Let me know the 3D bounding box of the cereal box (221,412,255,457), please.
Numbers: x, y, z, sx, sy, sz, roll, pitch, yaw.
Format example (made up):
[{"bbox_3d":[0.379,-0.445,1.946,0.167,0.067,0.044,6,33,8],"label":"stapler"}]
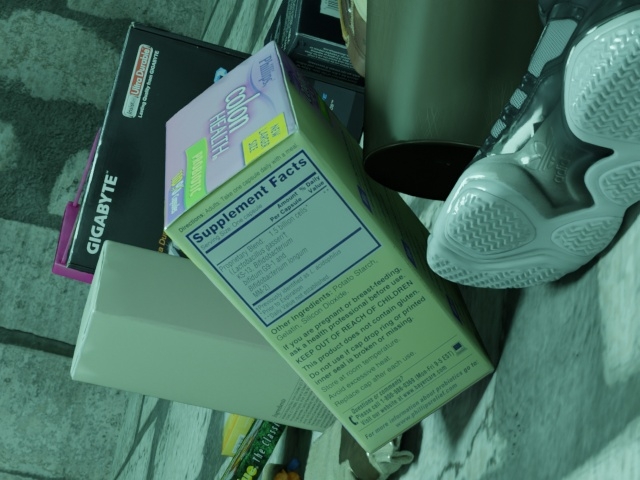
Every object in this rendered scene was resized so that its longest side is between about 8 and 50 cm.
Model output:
[{"bbox_3d":[-0.078,0.137,1.690,0.240,0.047,0.173,-93,22,-54],"label":"cereal box"}]

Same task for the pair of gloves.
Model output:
[{"bbox_3d":[0.028,0.242,1.122,0.204,0.042,0.240,125,156,-53],"label":"pair of gloves"}]

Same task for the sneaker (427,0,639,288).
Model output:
[{"bbox_3d":[0.154,-0.085,0.830,0.268,0.101,0.153,128,155,-48],"label":"sneaker"}]

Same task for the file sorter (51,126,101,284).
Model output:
[{"bbox_3d":[-0.235,-0.031,2.031,0.202,0.291,0.182,-98,28,-60],"label":"file sorter"}]

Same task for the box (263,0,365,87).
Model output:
[{"bbox_3d":[-0.003,-0.241,1.668,0.207,0.108,0.153,123,158,-56],"label":"box"}]

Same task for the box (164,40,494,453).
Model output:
[{"bbox_3d":[0.000,0.000,1.015,0.117,0.243,0.213,-35,24,10],"label":"box"}]

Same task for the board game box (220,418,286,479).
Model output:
[{"bbox_3d":[-0.080,0.243,1.435,0.259,0.030,0.136,-60,0,-34],"label":"board game box"}]

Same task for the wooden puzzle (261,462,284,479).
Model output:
[{"bbox_3d":[-0.059,0.291,1.514,0.116,0.014,0.078,177,112,-77],"label":"wooden puzzle"}]

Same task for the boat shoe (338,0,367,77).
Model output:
[{"bbox_3d":[0.060,-0.314,1.463,0.123,0.123,0.342,119,155,-44],"label":"boat shoe"}]

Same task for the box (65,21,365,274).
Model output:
[{"bbox_3d":[-0.120,-0.075,1.554,0.073,0.293,0.295,-154,79,-77],"label":"box"}]

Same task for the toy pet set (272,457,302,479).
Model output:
[{"bbox_3d":[-0.052,0.311,1.402,0.122,0.065,0.114,-58,-12,24],"label":"toy pet set"}]

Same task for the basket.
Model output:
[{"bbox_3d":[0.107,-0.156,1.005,0.204,0.154,0.227,-27,52,60],"label":"basket"}]

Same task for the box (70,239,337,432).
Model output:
[{"bbox_3d":[-0.083,0.094,1.235,0.094,0.275,0.113,-87,17,-44],"label":"box"}]
